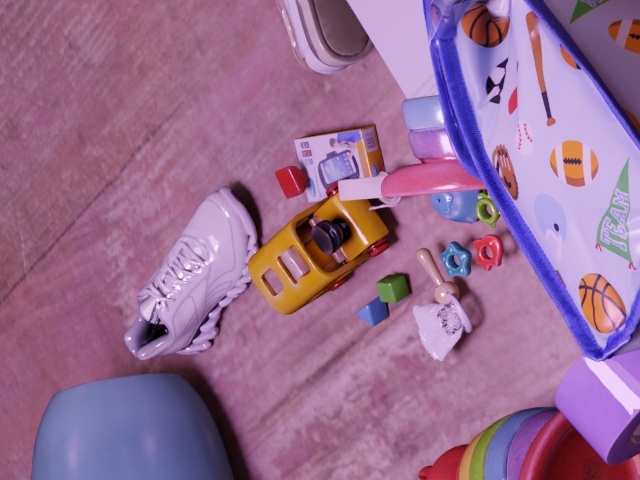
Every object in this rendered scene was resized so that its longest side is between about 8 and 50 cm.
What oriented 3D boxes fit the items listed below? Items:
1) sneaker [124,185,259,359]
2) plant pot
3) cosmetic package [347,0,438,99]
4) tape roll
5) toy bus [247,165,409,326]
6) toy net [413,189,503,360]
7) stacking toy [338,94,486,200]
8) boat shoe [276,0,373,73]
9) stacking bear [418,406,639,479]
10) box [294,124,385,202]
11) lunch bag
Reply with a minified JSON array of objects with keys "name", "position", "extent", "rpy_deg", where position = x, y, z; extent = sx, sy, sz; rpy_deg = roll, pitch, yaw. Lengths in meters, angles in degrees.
[{"name":"sneaker","position":[-0.171,0.054,2.238],"extent":[0.110,0.118,0.292],"rpy_deg":[48,132,27]},{"name":"plant pot","position":[-0.259,0.310,2.309],"extent":[0.293,0.293,0.235],"rpy_deg":[-22,74,48]},{"name":"cosmetic package","position":[0.135,-0.212,1.838],"extent":[0.117,0.085,0.231],"rpy_deg":[-44,69,46]},{"name":"tape roll","position":[0.327,0.129,1.674],"extent":[0.080,0.189,0.189],"rpy_deg":[50,134,23]},{"name":"toy bus","position":[-0.003,0.009,2.020],"extent":[0.191,0.104,0.202],"rpy_deg":[19,127,38]},{"name":"toy net","position":[0.163,0.033,1.927],"extent":[0.122,0.045,0.232],"rpy_deg":[24,122,38]},{"name":"stacking toy","position":[0.179,-0.118,1.690],"extent":[0.279,0.309,0.130],"rpy_deg":[-2,94,58]},{"name":"boat shoe","position":[-0.021,-0.337,1.937],"extent":[0.103,0.113,0.302],"rpy_deg":[-17,80,62]},{"name":"stacking bear","position":[0.218,0.271,1.871],"extent":[0.289,0.175,0.164],"rpy_deg":[-23,51,58]},{"name":"box","position":[0.019,-0.091,2.047],"extent":[0.136,0.028,0.081],"rpy_deg":[-6,100,46]},{"name":"lunch bag","position":[0.299,-0.117,1.461],"extent":[0.385,0.328,0.239],"rpy_deg":[61,147,29]}]
